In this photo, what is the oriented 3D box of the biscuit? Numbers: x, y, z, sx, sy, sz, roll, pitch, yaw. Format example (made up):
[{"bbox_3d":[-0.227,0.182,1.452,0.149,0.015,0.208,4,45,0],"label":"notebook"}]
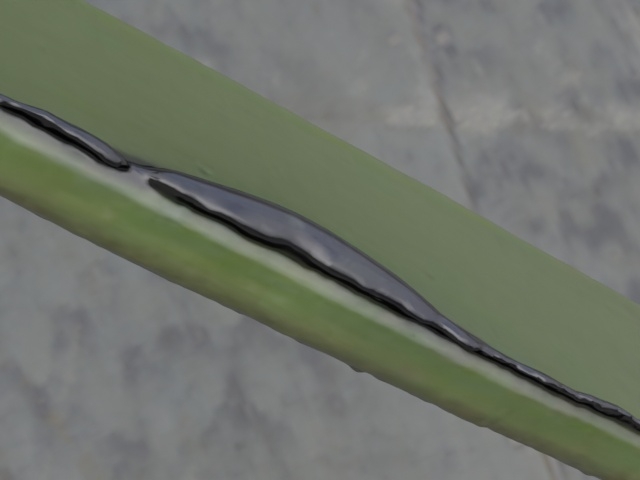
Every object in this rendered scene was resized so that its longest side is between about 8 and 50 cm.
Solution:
[{"bbox_3d":[0.000,0.000,0.517,0.322,0.038,0.099,26,23,-29],"label":"biscuit"}]
